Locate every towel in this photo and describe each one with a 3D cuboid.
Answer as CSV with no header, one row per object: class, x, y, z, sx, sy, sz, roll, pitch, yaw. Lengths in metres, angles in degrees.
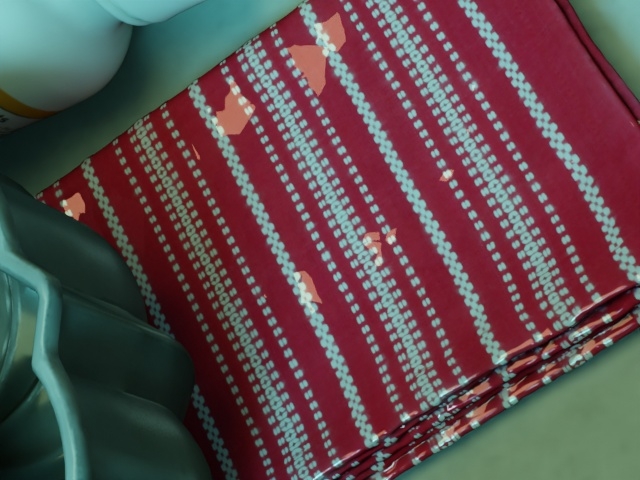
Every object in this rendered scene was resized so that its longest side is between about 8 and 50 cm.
towel,0.000,0.000,0.743,0.275,0.031,0.199,-34,62,17

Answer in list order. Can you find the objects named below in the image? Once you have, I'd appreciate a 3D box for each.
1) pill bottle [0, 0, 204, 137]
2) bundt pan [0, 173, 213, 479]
pill bottle,-0.166,-0.105,0.800,0.245,0.136,0.136,-21,67,22
bundt pan,-0.169,0.118,0.729,0.331,0.124,0.331,-9,74,36
